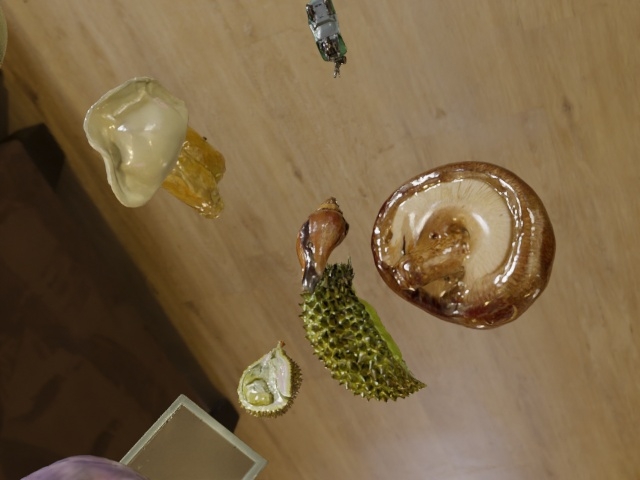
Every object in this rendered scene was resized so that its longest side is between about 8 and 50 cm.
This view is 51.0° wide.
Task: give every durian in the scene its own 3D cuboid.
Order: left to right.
[{"bbox_3d":[-0.109,0.314,1.504,0.146,0.208,0.102,-8,133,18],"label":"durian"},{"bbox_3d":[0.076,0.203,1.459,0.158,0.169,0.352,-41,72,23],"label":"durian"}]

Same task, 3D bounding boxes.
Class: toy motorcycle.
[{"bbox_3d":[0.016,-0.409,1.325,0.058,0.173,0.100,-20,152,12],"label":"toy motorcycle"}]

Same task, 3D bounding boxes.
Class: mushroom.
[{"bbox_3d":[0.181,0.008,0.832,0.231,0.194,0.138,33,170,36],"label":"mushroom"}]

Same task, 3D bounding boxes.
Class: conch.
[{"bbox_3d":[-0.003,-0.005,1.284,0.086,0.232,0.080,5,131,32],"label":"conch"}]

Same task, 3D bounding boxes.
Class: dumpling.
[{"bbox_3d":[-0.259,-0.141,0.923,0.134,0.100,0.169,29,98,-46],"label":"dumpling"}]

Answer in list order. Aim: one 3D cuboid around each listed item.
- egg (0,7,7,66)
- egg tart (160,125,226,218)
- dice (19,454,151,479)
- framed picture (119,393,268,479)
[{"bbox_3d":[-0.427,-0.186,0.640,0.253,0.186,0.186,-12,127,-2],"label":"egg"},{"bbox_3d":[-0.294,-0.172,1.341,0.319,0.319,0.128,39,88,-16],"label":"egg tart"},{"bbox_3d":[-0.265,0.398,0.643,0.270,0.271,0.270,46,122,11],"label":"dice"},{"bbox_3d":[-0.258,0.436,1.190,0.217,0.274,0.017,36,150,15],"label":"framed picture"}]
